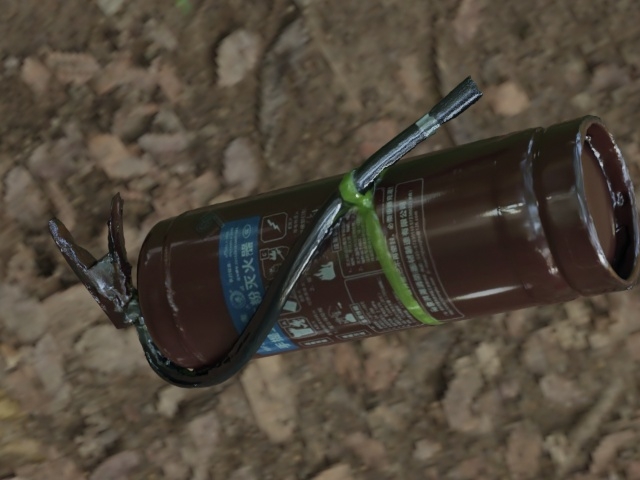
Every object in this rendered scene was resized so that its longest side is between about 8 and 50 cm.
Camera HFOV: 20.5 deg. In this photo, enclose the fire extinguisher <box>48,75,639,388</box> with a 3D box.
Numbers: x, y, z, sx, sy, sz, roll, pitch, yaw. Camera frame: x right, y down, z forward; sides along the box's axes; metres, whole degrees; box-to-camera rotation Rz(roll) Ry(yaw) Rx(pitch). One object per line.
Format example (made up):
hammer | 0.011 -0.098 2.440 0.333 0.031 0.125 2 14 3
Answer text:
fire extinguisher | 0.000 0.000 1.003 0.105 0.341 0.141 -22 99 -64
